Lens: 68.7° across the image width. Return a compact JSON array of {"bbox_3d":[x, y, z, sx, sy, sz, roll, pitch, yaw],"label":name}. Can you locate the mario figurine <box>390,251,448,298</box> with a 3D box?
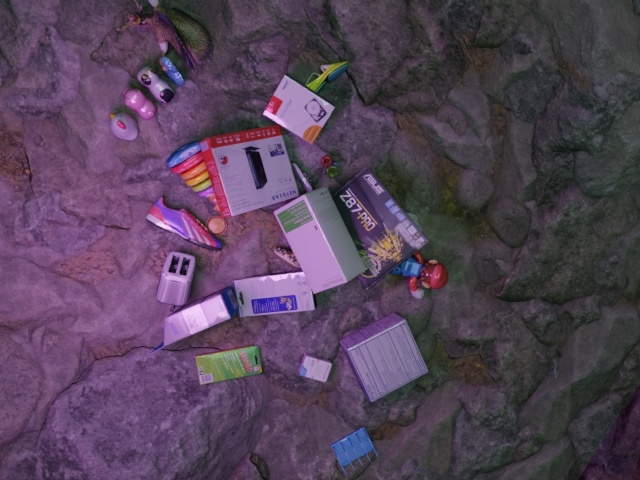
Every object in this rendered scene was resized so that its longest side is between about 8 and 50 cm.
[{"bbox_3d":[0.405,0.128,2.070,0.321,0.170,0.198,20,127,-2],"label":"mario figurine"}]

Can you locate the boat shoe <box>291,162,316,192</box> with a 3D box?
[{"bbox_3d":[-0.071,-0.268,1.966,0.040,0.049,0.142,-39,103,-25],"label":"boat shoe"}]

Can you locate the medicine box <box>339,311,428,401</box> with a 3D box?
[{"bbox_3d":[0.273,0.501,2.040,0.290,0.149,0.263,-25,99,-7],"label":"medicine box"}]

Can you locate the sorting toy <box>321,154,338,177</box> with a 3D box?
[{"bbox_3d":[0.043,-0.319,1.988,0.061,0.042,0.101,-25,111,8],"label":"sorting toy"}]

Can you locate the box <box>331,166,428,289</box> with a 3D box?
[{"bbox_3d":[0.196,-0.049,1.915,0.318,0.097,0.394,-39,82,9],"label":"box"}]

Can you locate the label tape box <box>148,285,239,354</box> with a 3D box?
[{"bbox_3d":[-0.501,0.301,1.820,0.334,0.240,0.105,-24,92,-2],"label":"label tape box"}]

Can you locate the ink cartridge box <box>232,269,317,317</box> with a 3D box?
[{"bbox_3d":[-0.189,0.218,1.938,0.333,0.065,0.165,-7,97,12],"label":"ink cartridge box"}]

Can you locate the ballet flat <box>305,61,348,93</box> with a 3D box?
[{"bbox_3d":[0.011,-0.676,1.934,0.231,0.077,0.077,-43,84,-3],"label":"ballet flat"}]

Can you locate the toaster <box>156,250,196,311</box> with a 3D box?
[{"bbox_3d":[-0.555,0.147,1.805,0.129,0.226,0.146,14,124,-12],"label":"toaster"}]

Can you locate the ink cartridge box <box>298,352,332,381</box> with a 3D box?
[{"bbox_3d":[-0.023,0.552,2.037,0.123,0.052,0.088,20,91,-10],"label":"ink cartridge box"}]

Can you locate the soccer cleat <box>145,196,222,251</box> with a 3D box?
[{"bbox_3d":[-0.526,-0.059,1.867,0.319,0.109,0.116,27,85,-9],"label":"soccer cleat"}]

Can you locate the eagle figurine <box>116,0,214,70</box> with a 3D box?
[{"bbox_3d":[-0.559,-0.781,1.761,0.299,0.225,0.226,21,78,-1],"label":"eagle figurine"}]

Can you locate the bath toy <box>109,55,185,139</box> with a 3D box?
[{"bbox_3d":[-0.677,-0.538,1.784,0.151,0.129,0.348,41,87,-11],"label":"bath toy"}]

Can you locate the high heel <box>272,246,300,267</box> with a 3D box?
[{"bbox_3d":[-0.056,0.039,1.981,0.261,0.093,0.186,30,77,-9],"label":"high heel"}]

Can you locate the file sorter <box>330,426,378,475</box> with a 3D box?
[{"bbox_3d":[0.155,0.937,2.077,0.171,0.104,0.118,-27,100,-8],"label":"file sorter"}]

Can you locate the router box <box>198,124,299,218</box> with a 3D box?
[{"bbox_3d":[-0.268,-0.274,1.830,0.336,0.082,0.300,-22,100,-39],"label":"router box"}]

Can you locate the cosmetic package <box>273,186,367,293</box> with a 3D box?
[{"bbox_3d":[0.000,0.000,1.831,0.155,0.197,0.365,-26,90,-49],"label":"cosmetic package"}]

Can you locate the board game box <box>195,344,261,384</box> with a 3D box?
[{"bbox_3d":[-0.384,0.521,1.975,0.260,0.039,0.124,-8,97,-7],"label":"board game box"}]

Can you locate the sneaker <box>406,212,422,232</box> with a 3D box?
[{"bbox_3d":[0.294,-0.039,1.998,0.298,0.129,0.110,-16,123,-7],"label":"sneaker"}]

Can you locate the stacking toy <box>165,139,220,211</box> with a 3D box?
[{"bbox_3d":[-0.459,-0.235,1.855,0.175,0.166,0.301,-36,114,-13],"label":"stacking toy"}]

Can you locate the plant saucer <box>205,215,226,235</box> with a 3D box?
[{"bbox_3d":[-0.429,-0.061,1.928,0.084,0.013,0.083,-1,95,-10],"label":"plant saucer"}]

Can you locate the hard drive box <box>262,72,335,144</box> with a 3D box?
[{"bbox_3d":[-0.085,-0.528,1.887,0.232,0.089,0.181,29,112,-11],"label":"hard drive box"}]
